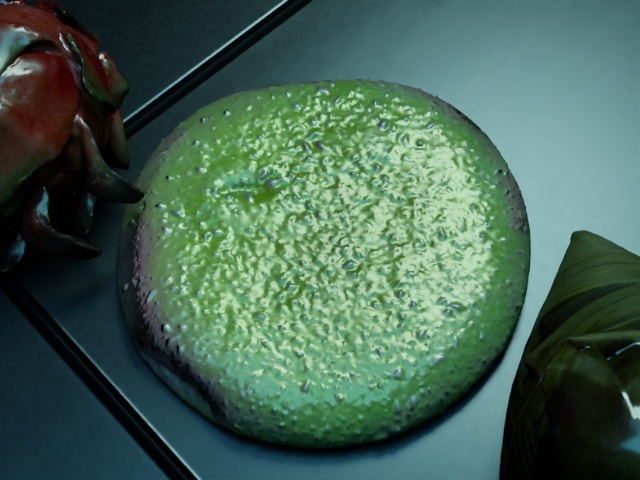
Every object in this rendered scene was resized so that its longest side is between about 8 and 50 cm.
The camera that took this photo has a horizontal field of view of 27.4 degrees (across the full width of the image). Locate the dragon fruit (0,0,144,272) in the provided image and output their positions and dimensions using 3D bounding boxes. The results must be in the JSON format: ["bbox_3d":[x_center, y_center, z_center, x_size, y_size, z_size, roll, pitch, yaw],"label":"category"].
[{"bbox_3d":[-0.167,-0.060,0.701,0.121,0.130,0.142,10,56,-29],"label":"dragon fruit"}]

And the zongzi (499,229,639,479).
[{"bbox_3d":[0.151,0.157,0.581,0.154,0.317,0.289,1,102,3],"label":"zongzi"}]

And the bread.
[{"bbox_3d":[0.000,0.000,0.699,0.229,0.033,0.228,-2,62,4],"label":"bread"}]
